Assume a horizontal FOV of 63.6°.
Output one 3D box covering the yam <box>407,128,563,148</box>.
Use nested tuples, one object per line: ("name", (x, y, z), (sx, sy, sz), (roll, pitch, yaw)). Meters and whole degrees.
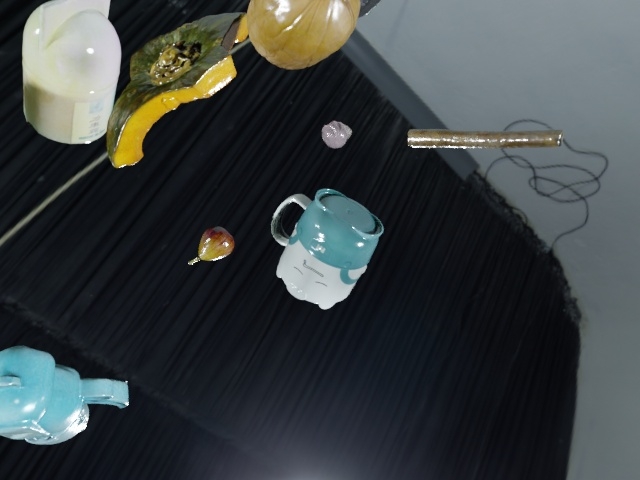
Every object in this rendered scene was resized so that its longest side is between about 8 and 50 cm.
("yam", (0.345, -0.219, 1.115), (0.327, 0.045, 0.045), (7, 168, 32))

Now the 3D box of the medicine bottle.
("medicine bottle", (-0.663, -0.479, 1.383), (0.236, 0.235, 0.406), (33, 137, -5))

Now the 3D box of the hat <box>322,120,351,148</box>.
("hat", (0.033, -0.194, 0.996), (0.058, 0.042, 0.087), (-14, 163, 7))

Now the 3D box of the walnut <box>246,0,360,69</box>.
("walnut", (-0.030, -0.354, 0.799), (0.167, 0.167, 0.207), (42, 166, -22))

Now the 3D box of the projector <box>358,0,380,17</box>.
("projector", (0.031, -0.705, 1.082), (0.395, 0.242, 0.405), (-148, 48, -76))

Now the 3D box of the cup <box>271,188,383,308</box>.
("cup", (0.000, 0.000, 1.391), (0.290, 0.219, 0.257), (35, 125, 11))

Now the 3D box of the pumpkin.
("pumpkin", (-0.255, -0.290, 0.923), (0.258, 0.290, 0.095), (-15, 141, 20))

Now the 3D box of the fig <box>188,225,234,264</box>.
("fig", (-0.285, 0.023, 1.335), (0.089, 0.125, 0.089), (36, 158, 16))

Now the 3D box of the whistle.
("whistle", (-0.340, 0.202, 0.632), (0.186, 0.093, 0.274), (-1, 153, -13))
